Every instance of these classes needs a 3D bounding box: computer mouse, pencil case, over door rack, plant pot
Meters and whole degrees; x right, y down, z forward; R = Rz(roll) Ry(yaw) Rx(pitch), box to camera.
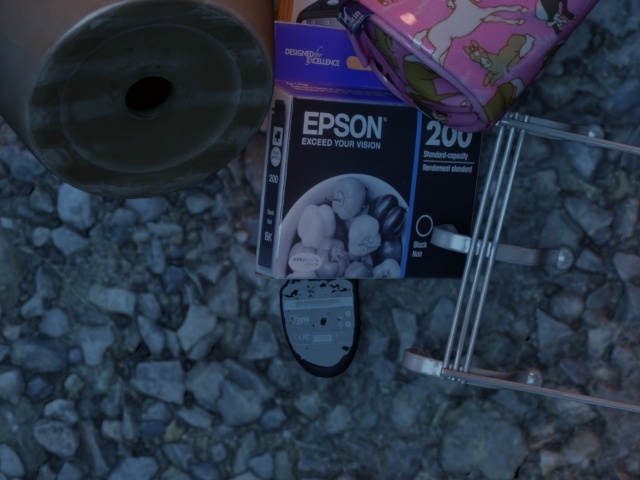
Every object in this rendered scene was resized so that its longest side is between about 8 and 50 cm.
[{"bbox_3d":[0.000,0.000,1.606,0.071,0.041,0.242,-1,88,3],"label":"computer mouse"},{"bbox_3d":[0.177,-0.273,1.436,0.167,0.160,0.386,40,86,-11],"label":"pencil case"},{"bbox_3d":[0.250,0.030,1.523,0.324,0.108,0.239,13,97,0],"label":"over door rack"},{"bbox_3d":[-0.161,-0.189,1.424,0.323,0.323,0.280,-37,44,13],"label":"plant pot"}]

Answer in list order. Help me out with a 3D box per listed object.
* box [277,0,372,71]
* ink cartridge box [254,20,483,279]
[{"bbox_3d":[0.029,-0.176,1.585,0.136,0.028,0.081,8,96,13],"label":"box"},{"bbox_3d":[0.045,-0.071,1.514,0.045,0.206,0.208,12,99,53],"label":"ink cartridge box"}]
